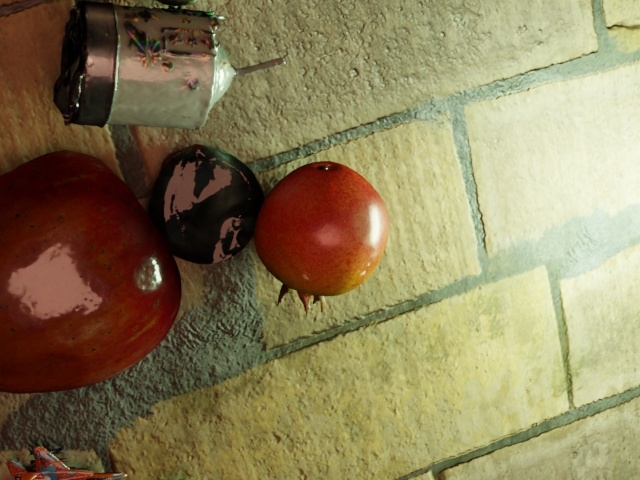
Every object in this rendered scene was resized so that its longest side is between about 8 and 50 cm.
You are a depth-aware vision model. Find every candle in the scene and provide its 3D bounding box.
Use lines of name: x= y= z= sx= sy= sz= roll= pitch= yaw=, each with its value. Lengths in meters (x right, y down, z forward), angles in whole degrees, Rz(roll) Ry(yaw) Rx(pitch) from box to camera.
candle: x=-0.225 y=-0.256 z=1.593 sx=0.330 sy=0.187 sz=0.187 roll=1 pitch=103 yaw=-21

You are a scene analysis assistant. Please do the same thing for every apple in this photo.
apple: x=-0.405 y=0.063 z=1.624 sx=0.365 sy=0.295 sz=0.328 roll=-25 pitch=80 yaw=-15

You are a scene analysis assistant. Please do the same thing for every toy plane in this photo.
toy plane: x=-0.416 y=0.392 z=1.756 sx=0.189 sy=0.061 sz=0.130 roll=-4 pitch=104 yaw=-24

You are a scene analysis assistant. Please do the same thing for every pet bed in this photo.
pet bed: x=-0.185 y=-0.055 z=1.732 sx=0.201 sy=0.053 sz=0.201 roll=-4 pitch=104 yaw=-18

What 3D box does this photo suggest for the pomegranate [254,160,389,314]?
pomegranate: x=0.000 y=0.000 z=1.729 sx=0.221 sy=0.221 sz=0.256 roll=5 pitch=118 yaw=-21

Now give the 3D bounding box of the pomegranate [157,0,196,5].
pomegranate: x=-0.234 y=-0.411 z=1.580 sx=0.169 sy=0.148 sz=0.148 roll=-20 pitch=110 yaw=-3

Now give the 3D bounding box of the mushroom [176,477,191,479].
mushroom: x=-0.205 y=0.545 z=1.861 sx=0.100 sy=0.081 sz=0.312 roll=-28 pitch=113 yaw=-5
